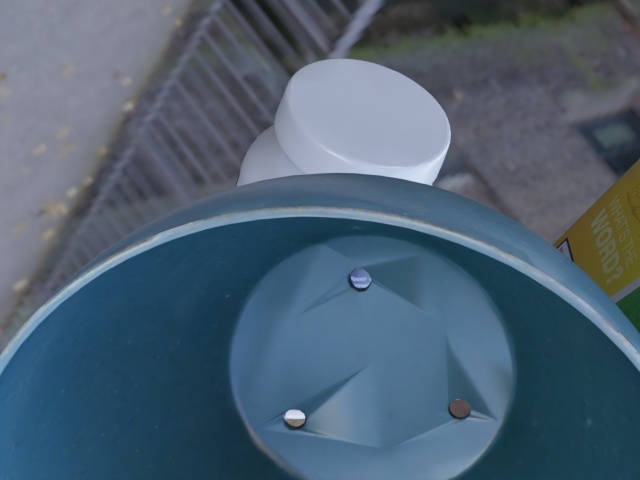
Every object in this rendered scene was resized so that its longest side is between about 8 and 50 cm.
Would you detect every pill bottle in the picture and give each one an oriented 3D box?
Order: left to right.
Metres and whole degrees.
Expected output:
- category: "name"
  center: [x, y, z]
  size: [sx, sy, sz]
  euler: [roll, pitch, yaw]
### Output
- category: "pill bottle"
  center: [0.000, 0.000, 1.305]
  size: [0.153, 0.153, 0.264]
  euler: [-22, 146, -37]

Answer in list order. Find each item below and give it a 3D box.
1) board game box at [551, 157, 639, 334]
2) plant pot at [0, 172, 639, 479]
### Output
- category: "board game box"
  center: [0.229, 0.005, 0.837]
  size: [0.316, 0.064, 0.242]
  euler: [-48, -158, 26]
- category: "plant pot"
  center: [0.014, 0.091, 0.723]
  size: [0.290, 0.290, 0.195]
  euler: [-45, -171, 20]
